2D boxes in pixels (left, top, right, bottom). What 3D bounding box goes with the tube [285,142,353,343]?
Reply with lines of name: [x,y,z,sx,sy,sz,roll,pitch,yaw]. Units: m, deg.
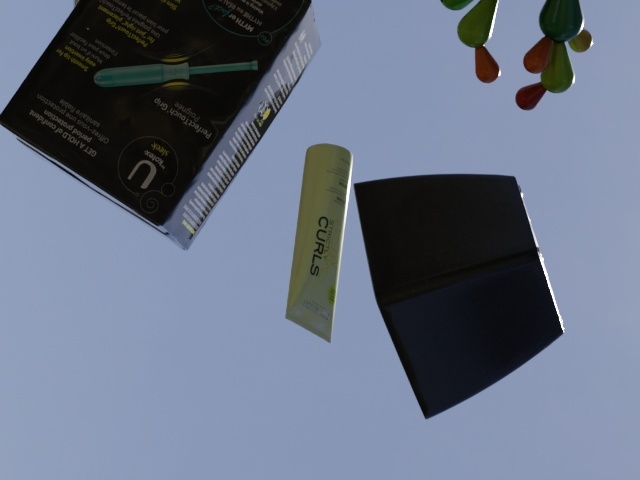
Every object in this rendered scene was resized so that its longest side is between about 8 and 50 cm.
tube: [0.000,0.000,2.183,0.062,0.070,0.240,122,-22,-65]

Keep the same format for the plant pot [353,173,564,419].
plant pot: [0.148,0.040,1.828,0.187,0.167,0.188,-99,170,-49]

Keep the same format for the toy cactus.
toy cactus: [0.179,-0.225,1.465,0.180,0.112,0.219,-19,-83,40]

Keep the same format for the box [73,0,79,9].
box: [-0.180,-0.278,1.571,0.290,0.087,0.169,94,-11,-51]

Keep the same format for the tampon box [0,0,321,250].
tampon box: [-0.093,-0.096,1.074,0.161,0.120,0.101,-56,171,-5]
